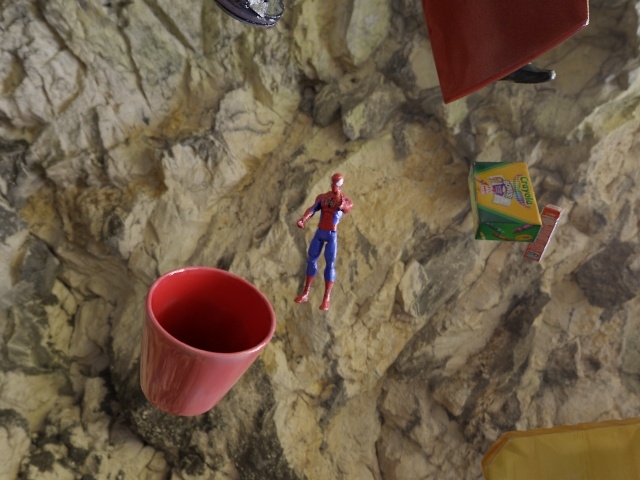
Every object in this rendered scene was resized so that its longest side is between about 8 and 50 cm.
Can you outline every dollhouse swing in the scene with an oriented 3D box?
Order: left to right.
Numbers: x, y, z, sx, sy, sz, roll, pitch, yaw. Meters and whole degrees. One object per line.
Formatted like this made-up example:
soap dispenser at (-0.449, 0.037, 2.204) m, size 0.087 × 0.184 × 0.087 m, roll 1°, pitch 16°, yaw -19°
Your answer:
dollhouse swing at (0.406, 0.466, 0.692) m, size 0.347 × 0.315 × 0.304 m, roll -7°, pitch -111°, yaw 1°

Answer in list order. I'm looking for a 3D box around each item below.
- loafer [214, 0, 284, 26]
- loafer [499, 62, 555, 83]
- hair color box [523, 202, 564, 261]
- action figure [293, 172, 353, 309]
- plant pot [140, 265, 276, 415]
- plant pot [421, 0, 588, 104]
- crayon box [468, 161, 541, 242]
loafer at (-0.191, -0.561, 0.879) m, size 0.303 × 0.108 × 0.095 m, roll 9°, pitch 176°, yaw -43°
loafer at (0.604, -0.525, 1.247) m, size 0.076 × 0.078 × 0.223 m, roll -19°, pitch -146°, yaw -32°
hair color box at (0.698, -0.025, 1.276) m, size 0.053 × 0.167 × 0.093 m, roll 26°, pitch -153°, yaw 29°
action figure at (0.000, 0.000, 0.811) m, size 0.092 × 0.280 × 0.139 m, roll 13°, pitch -176°, yaw 17°
plant pot at (-0.269, 0.230, 0.900) m, size 0.275 × 0.243 × 0.275 m, roll 22°, pitch -153°, yaw -12°
plant pot at (0.305, -0.436, 0.708) m, size 0.236 × 0.267 × 0.267 m, roll -11°, pitch -148°, yaw 24°
crayon box at (0.552, -0.124, 1.244) m, size 0.166 × 0.081 × 0.278 m, roll 3°, pitch -130°, yaw 10°
